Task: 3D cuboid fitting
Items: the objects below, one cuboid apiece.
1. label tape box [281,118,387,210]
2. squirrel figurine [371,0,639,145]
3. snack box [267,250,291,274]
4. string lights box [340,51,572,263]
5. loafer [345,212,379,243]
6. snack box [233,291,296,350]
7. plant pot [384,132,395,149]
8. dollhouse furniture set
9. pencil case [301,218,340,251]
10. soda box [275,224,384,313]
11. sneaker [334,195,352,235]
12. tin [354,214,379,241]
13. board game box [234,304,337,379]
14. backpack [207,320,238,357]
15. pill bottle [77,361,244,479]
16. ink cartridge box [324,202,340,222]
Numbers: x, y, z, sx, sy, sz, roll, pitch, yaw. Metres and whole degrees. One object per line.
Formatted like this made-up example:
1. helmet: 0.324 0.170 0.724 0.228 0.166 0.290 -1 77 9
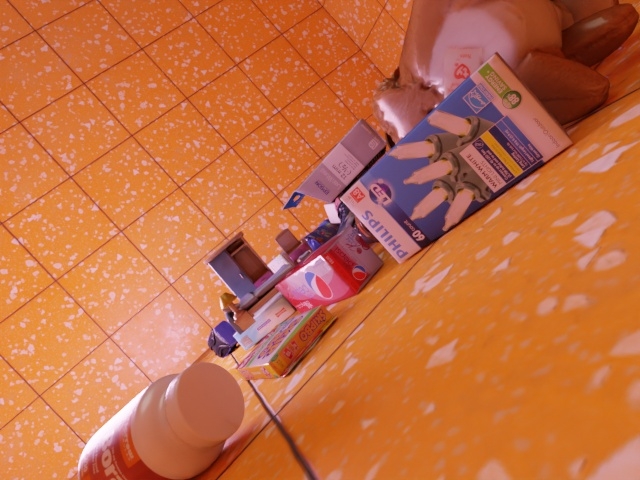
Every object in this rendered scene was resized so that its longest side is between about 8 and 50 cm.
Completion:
1. label tape box: 0.049 -0.195 1.267 0.348 0.115 0.249 -48 -1 9
2. squirrel figurine: 0.294 -0.305 0.690 0.370 0.281 0.397 -36 0 -37
3. snack box: -0.163 0.108 1.439 0.207 0.070 0.174 -43 1 21
4. string lights box: 0.165 -0.098 0.540 0.259 0.133 0.077 -42 3 34
5. loafer: 0.187 -0.097 0.972 0.302 0.109 0.095 -46 37 -22
6. snack box: -0.117 0.180 1.192 0.187 0.060 0.322 -40 3 17
7. plant pot: 0.351 -0.347 1.368 0.237 0.237 0.254 -42 -12 12
8. dollhouse furniture set: -0.157 0.054 1.035 0.286 0.198 0.303 -41 4 -10
9. pencil case: 0.000 0.000 1.757 0.306 0.133 0.120 -45 -30 -62
10. soda box: 0.005 0.067 0.771 0.083 0.092 0.263 -45 3 -29
11. sneaker: 0.081 -0.063 1.116 0.112 0.131 0.319 -68 -12 24
12. tin: 0.150 -0.079 0.830 0.189 0.106 0.040 -43 2 -17
13. board game box: -0.067 0.179 0.689 0.124 0.039 0.259 -45 5 -30
14. backpack: -0.324 0.341 1.393 0.101 0.098 0.120 -31 -20 -48
15. pill bottle: -0.194 0.243 0.502 0.216 0.121 0.121 -42 2 25
16. ink cartridge box: 0.120 -0.124 1.432 0.139 0.082 0.190 -30 15 -23
